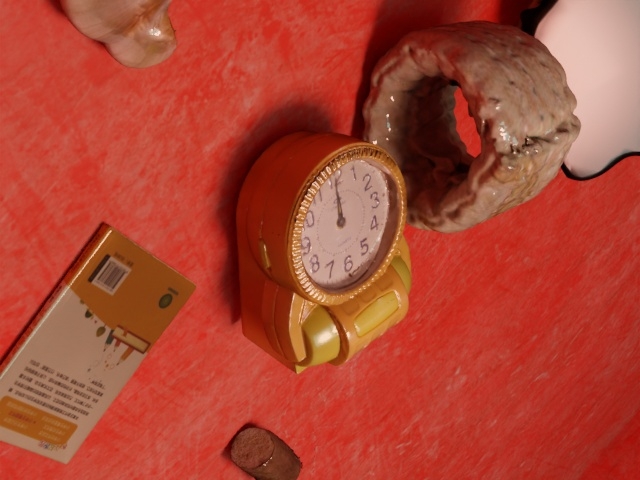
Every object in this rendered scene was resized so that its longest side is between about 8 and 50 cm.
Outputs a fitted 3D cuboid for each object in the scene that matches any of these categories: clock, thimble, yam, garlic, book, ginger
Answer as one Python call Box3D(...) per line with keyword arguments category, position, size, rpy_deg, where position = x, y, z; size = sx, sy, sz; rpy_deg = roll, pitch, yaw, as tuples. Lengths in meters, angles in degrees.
Box3D(category="clock", position=(0.000, 0.000, 1.593), size=(0.244, 0.200, 0.317), rpy_deg=(-37, 133, -34))
Box3D(category="thimble", position=(0.210, -0.162, 1.628), size=(0.195, 0.291, 0.291), rpy_deg=(-22, 133, -40))
Box3D(category="yam", position=(-0.086, 0.352, 1.863), size=(0.084, 0.084, 0.127), rpy_deg=(-50, 149, -11))
Box3D(category="garlic", position=(-0.198, -0.246, 1.217), size=(0.124, 0.099, 0.174), rpy_deg=(-38, 145, -3))
Box3D(category="book", position=(-0.297, 0.138, 1.467), size=(0.295, 0.020, 0.208), rpy_deg=(-54, 147, -5))
Box3D(category="ginger", position=(0.469, -0.325, 1.856), size=(0.358, 0.211, 0.413), rpy_deg=(-6, 117, -3))
